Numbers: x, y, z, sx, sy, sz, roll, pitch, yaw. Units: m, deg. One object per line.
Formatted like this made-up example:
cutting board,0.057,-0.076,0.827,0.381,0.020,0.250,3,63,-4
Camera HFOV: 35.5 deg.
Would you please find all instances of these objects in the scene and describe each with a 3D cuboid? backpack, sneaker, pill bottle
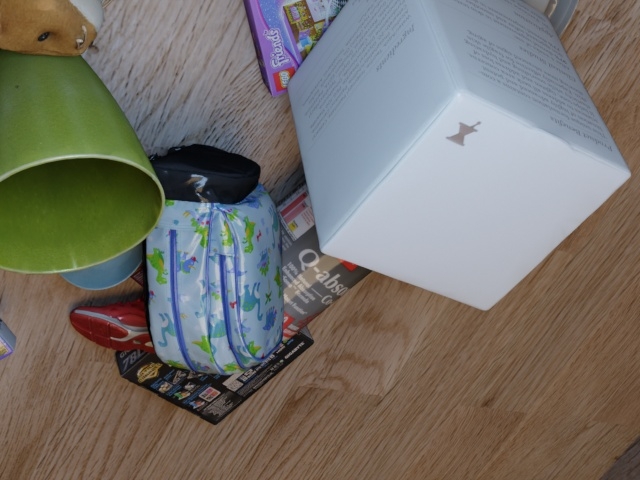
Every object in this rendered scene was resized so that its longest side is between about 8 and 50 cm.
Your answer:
backpack,-0.177,0.046,1.643,0.273,0.290,0.356,17,102,7
sneaker,-0.350,0.138,1.890,0.221,0.128,0.087,15,139,3
pill bottle,0.000,0.000,1.842,0.363,0.210,0.210,-40,134,11

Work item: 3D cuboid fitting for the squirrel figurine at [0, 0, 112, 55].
squirrel figurine,-0.384,-0.430,1.286,0.396,0.281,0.370,25,126,-24

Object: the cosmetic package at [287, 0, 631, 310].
cosmetic package,0.186,-0.175,1.513,0.329,0.394,0.327,20,129,-29

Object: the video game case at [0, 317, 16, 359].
video game case,-0.698,0.154,1.684,0.269,0.061,0.244,-30,114,2

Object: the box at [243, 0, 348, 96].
box,-0.020,-0.390,1.597,0.200,0.057,0.293,-21,135,-9

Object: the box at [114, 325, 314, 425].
box,-0.210,0.220,2.028,0.295,0.073,0.293,-41,133,12

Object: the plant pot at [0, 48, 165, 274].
plant pot,-0.393,-0.147,1.441,0.274,0.294,0.275,-16,150,-9

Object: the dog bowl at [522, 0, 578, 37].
dog bowl,0.265,-0.423,1.679,0.348,0.102,0.349,-14,133,-16

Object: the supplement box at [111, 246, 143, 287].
supplement box,-0.297,0.032,1.797,0.080,0.104,0.188,-36,135,6

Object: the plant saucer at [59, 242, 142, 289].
plant saucer,-0.370,-0.012,1.690,0.195,0.195,0.037,-38,166,8
